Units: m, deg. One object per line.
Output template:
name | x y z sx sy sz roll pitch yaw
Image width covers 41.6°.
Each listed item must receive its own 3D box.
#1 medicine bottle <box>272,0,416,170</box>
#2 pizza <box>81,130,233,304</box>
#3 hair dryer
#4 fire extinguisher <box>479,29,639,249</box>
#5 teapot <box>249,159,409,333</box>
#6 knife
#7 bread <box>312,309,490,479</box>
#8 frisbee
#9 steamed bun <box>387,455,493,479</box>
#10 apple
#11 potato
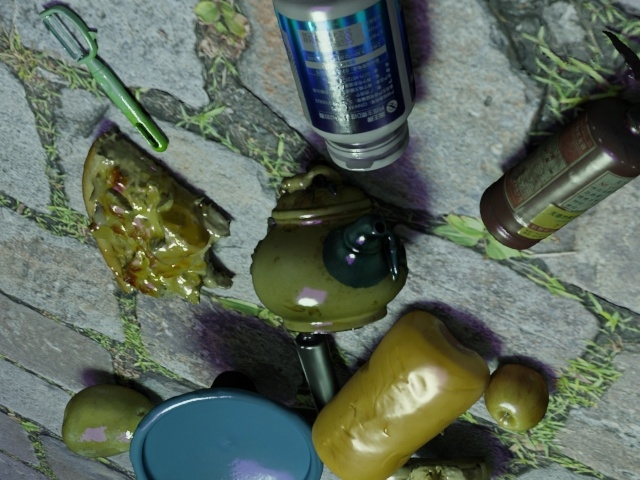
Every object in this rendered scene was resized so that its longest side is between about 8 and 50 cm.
medicine bottle | 0.027 -0.159 0.753 0.107 0.107 0.191 10 140 25
pizza | -0.230 0.002 1.150 0.223 0.089 0.323 24 145 13
hair dryer | -0.043 0.218 1.303 0.321 0.155 0.284 -7 111 23
fire extinguisher | 0.226 -0.084 0.732 0.106 0.075 0.252 35 144 -7
teapot | 0.000 0.000 0.945 0.269 0.173 0.182 10 109 64
knife | -0.242 -0.187 0.986 0.054 0.015 0.212 -14 126 34
bread | 0.094 0.224 1.120 0.142 0.091 0.305 44 129 12
frisbee | -0.140 0.320 1.269 0.290 0.049 0.289 0 123 0
steamed bun | 0.170 0.381 1.262 0.178 0.106 0.192 -6 170 23
apple | 0.247 0.199 1.063 0.084 0.071 0.084 19 142 15
potato | -0.404 0.353 1.639 0.194 0.157 0.157 -4 133 35
